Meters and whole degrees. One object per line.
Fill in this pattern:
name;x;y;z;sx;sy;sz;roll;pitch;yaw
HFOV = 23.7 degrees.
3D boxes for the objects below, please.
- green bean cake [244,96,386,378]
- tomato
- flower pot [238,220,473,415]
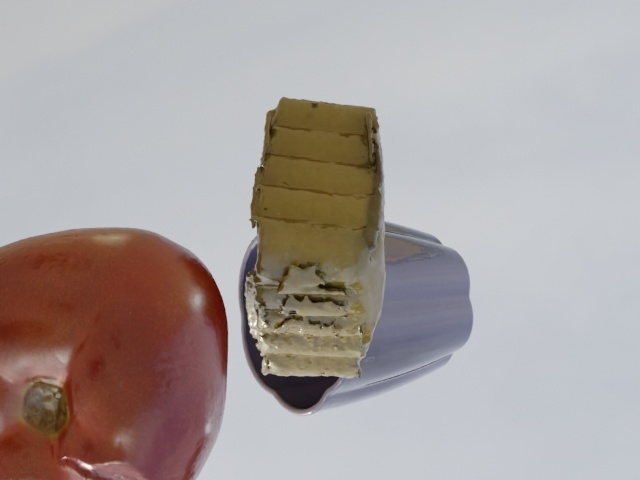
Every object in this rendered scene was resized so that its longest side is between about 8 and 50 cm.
green bean cake;0.000;0.000;1.488;0.131;0.224;0.230;3;-127;2
tomato;-0.208;0.118;1.368;0.298;0.299;0.226;-19;-175;25
flower pot;0.058;0.081;1.998;0.243;0.265;0.265;-6;-177;-35
